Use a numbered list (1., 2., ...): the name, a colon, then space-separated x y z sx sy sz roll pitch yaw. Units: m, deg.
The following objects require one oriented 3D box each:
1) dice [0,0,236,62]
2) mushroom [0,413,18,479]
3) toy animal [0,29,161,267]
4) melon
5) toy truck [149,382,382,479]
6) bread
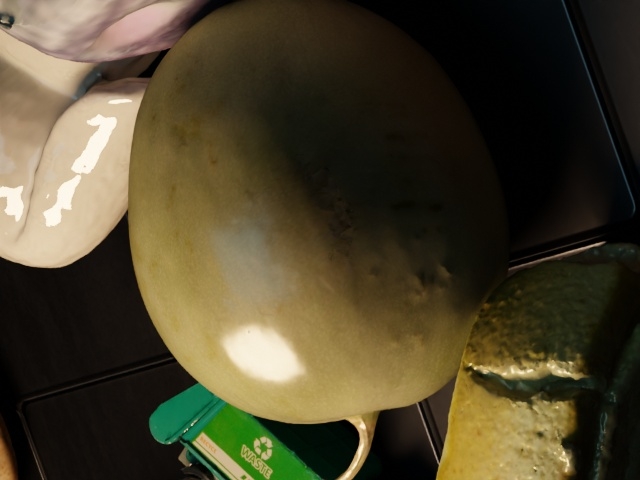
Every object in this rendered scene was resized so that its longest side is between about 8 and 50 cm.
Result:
1. dice: -0.112 -0.295 1.245 0.270 0.271 0.270 -37 79 44
2. mushroom: -0.401 0.191 1.785 0.278 0.146 0.278 15 117 31
3. toy animal: -0.219 -0.107 1.465 0.272 0.206 0.265 34 122 27
4. melon: -0.006 -0.015 1.261 0.308 0.272 0.272 53 133 10
5. toy truck: -0.024 0.202 1.461 0.253 0.114 0.124 38 117 27
6. bread: 0.167 0.132 1.201 0.124 0.186 0.257 11 104 45
